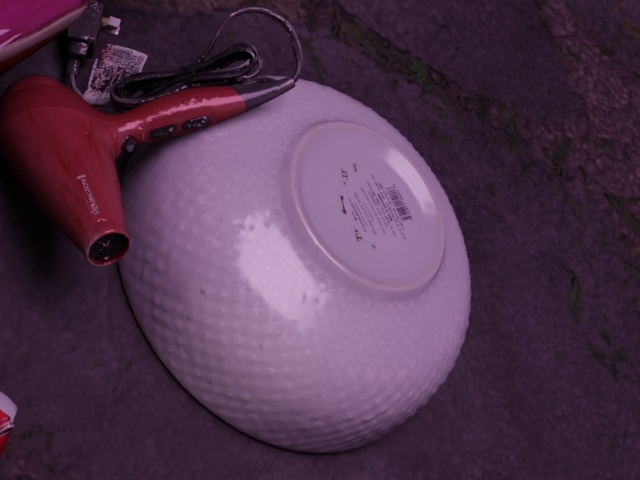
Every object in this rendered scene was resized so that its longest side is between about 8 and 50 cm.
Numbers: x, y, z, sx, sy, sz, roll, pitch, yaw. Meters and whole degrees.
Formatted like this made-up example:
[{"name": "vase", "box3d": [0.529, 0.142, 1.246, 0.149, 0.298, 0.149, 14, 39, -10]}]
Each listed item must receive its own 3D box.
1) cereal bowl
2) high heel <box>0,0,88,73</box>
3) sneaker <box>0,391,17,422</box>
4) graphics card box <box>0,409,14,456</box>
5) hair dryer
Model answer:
[{"name": "cereal bowl", "box3d": [0.000, 0.000, 1.652, 0.339, 0.141, 0.339, 20, 52, -28]}, {"name": "high heel", "box3d": [-0.250, -0.247, 1.549, 0.181, 0.127, 0.377, 54, 34, -10]}, {"name": "sneaker", "box3d": [-0.336, 0.147, 1.312, 0.161, 0.102, 0.282, 48, 44, 0]}, {"name": "graphics card box", "box3d": [-0.407, 0.073, 1.223, 0.371, 0.094, 0.233, 40, 42, 14]}, {"name": "hair dryer", "box3d": [-0.151, -0.101, 1.560, 0.080, 0.224, 0.293, 75, 26, -48]}]
